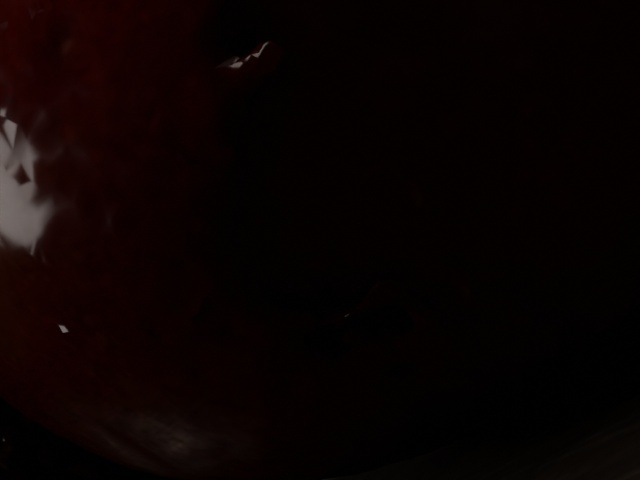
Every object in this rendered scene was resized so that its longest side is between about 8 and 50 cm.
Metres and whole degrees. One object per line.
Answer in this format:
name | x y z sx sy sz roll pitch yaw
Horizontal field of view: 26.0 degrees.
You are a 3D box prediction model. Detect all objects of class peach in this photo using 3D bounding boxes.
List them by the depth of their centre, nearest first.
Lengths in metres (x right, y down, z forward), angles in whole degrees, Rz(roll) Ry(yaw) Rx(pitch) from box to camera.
peach | 0.002 -0.088 0.556 0.416 0.339 0.353 -40 5 23

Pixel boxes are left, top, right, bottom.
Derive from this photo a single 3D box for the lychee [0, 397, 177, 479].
lychee | -0.140 0.031 0.750 0.267 0.267 0.267 -37 7 5
